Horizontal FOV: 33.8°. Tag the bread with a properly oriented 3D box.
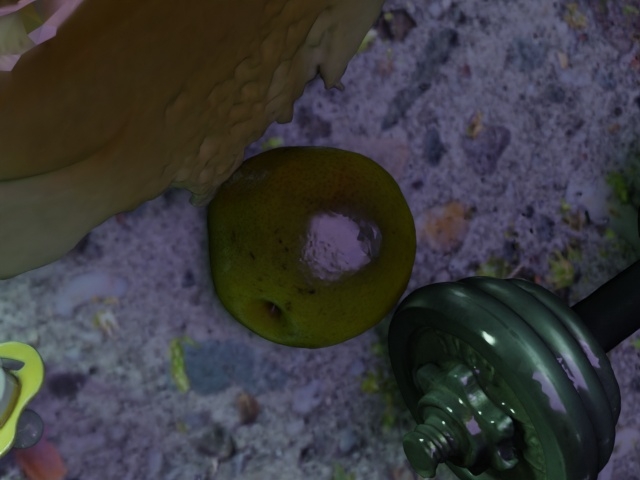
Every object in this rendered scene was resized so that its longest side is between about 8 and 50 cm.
[{"bbox_3d":[-0.114,-0.170,0.560,0.424,0.245,0.329,-42,104,-25],"label":"bread"}]

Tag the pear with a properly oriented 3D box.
[{"bbox_3d":[0.000,0.000,0.685,0.141,0.104,0.141,4,81,-28],"label":"pear"}]

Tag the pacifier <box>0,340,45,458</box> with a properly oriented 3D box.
[{"bbox_3d":[-0.191,0.102,0.619,0.064,0.068,0.083,57,45,-47],"label":"pacifier"}]

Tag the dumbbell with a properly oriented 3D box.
[{"bbox_3d":[0.219,0.043,0.743,0.406,0.179,0.179,-30,100,-25],"label":"dumbbell"}]
